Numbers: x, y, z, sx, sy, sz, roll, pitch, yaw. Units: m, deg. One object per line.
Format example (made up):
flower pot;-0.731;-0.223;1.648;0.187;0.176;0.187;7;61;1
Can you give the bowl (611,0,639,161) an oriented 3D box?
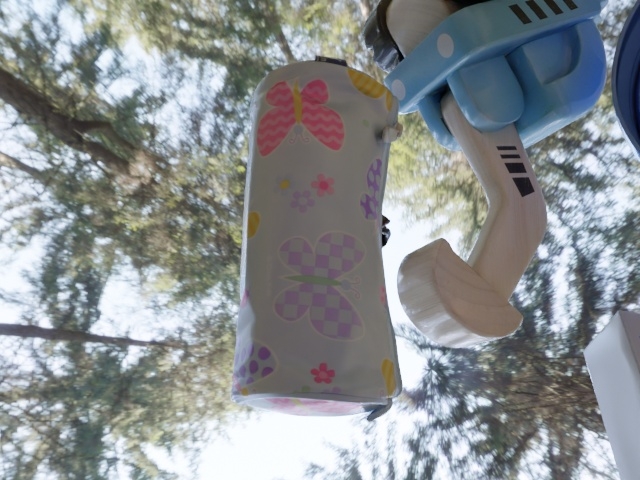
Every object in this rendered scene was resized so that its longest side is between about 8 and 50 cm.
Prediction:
bowl;0.501;-0.172;0.709;0.391;0.077;0.391;-13;-119;24

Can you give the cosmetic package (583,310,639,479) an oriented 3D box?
cosmetic package;0.449;0.257;0.689;0.285;0.097;0.377;8;-131;-9

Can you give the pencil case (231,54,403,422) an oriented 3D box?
pencil case;0.000;0.000;0.551;0.124;0.113;0.273;7;-110;-12

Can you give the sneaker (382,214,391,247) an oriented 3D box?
sneaker;0.006;-0.038;0.888;0.163;0.281;0.106;16;-62;-6

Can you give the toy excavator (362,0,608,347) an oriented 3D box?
toy excavator;0.215;-0.148;0.860;0.433;0.222;0.445;-24;-96;-29
